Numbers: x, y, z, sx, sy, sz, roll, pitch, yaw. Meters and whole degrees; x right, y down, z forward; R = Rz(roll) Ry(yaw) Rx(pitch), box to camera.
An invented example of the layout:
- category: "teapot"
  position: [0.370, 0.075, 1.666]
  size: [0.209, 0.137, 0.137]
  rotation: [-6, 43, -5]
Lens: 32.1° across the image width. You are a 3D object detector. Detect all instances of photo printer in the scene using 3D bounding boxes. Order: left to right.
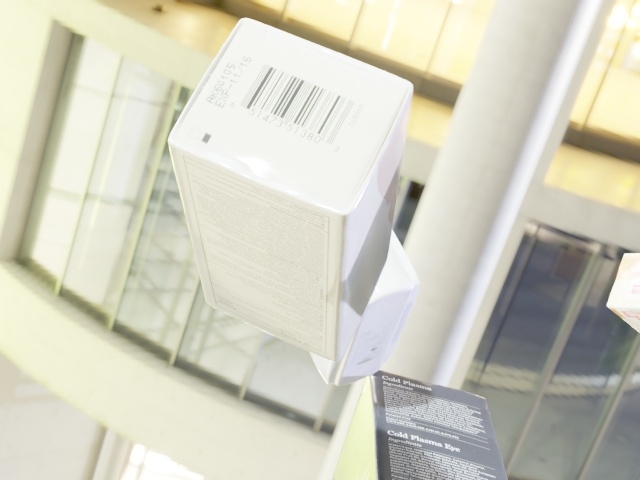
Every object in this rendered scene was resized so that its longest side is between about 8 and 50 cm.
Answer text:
- category: "photo printer"
  position: [0.000, 0.000, 1.416]
  size: [0.107, 0.256, 0.307]
  rotation: [-19, -115, -18]

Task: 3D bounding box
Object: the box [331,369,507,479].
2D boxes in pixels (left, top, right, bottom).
- category: "box"
  position: [0.103, 0.399, 1.450]
  size: [0.179, 0.343, 0.312]
  rotation: [15, -160, -6]

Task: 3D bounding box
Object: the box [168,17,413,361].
- category: "box"
  position: [-0.021, -0.025, 0.912]
  size: [0.148, 0.121, 0.311]
  rotation: [23, 157, 9]

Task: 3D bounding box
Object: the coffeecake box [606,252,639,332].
- category: "coffeecake box"
  position: [0.418, 0.084, 1.167]
  size: [0.185, 0.068, 0.142]
  rotation: [35, 158, -31]
